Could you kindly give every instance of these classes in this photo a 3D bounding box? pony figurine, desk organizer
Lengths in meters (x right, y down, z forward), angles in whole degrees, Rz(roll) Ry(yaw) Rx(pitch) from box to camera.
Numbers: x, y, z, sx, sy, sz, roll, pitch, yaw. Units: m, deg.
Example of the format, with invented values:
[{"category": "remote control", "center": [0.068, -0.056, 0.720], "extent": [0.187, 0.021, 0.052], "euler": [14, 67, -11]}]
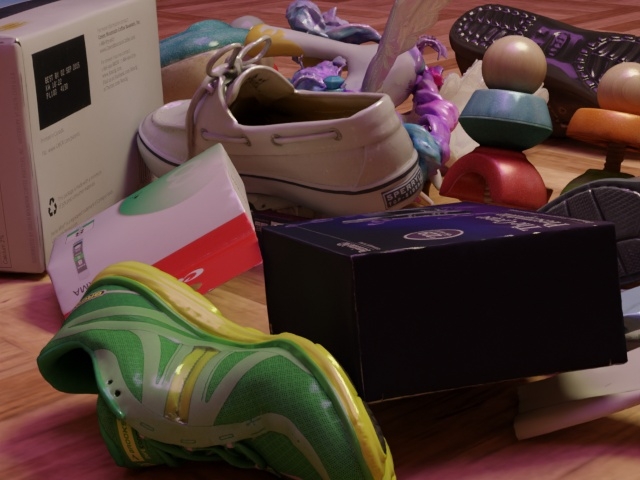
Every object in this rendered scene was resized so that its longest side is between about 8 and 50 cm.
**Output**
[{"category": "pony figurine", "center": [0.073, -0.176, 1.488], "extent": [0.363, 0.303, 0.351], "euler": [20, 60, 43]}, {"category": "desk organizer", "center": [0.000, 0.000, 1.219], "extent": [0.130, 0.047, 0.050], "euler": [11, 19, 35]}]

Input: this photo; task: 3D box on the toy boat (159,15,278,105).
[{"category": "toy boat", "center": [-0.158, -0.226, 1.722], "extent": [0.267, 0.148, 0.318], "euler": [-17, -1, 32]}]

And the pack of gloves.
[{"category": "pack of gloves", "center": [0.243, 0.049, 0.912], "extent": [0.232, 0.046, 0.195], "euler": [-19, 15, 15]}]

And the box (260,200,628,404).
[{"category": "box", "center": [0.074, 0.034, 0.934], "extent": [0.184, 0.103, 0.261], "euler": [-10, 7, -15]}]

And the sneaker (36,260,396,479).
[{"category": "sneaker", "center": [-0.071, 0.111, 0.829], "extent": [0.295, 0.109, 0.123], "euler": [20, 55, 42]}]

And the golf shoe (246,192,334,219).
[{"category": "golf shoe", "center": [-0.028, -0.028, 1.313], "extent": [0.176, 0.069, 0.086], "euler": [3, 34, 32]}]

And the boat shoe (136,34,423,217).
[{"category": "boat shoe", "center": [-0.066, -0.129, 1.271], "extent": [0.136, 0.156, 0.367], "euler": [-36, 34, -31]}]

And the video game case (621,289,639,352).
[{"category": "video game case", "center": [0.251, 0.064, 1.047], "extent": [0.087, 0.011, 0.122], "euler": [1, 18, 11]}]

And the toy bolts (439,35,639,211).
[{"category": "toy bolts", "center": [0.205, -0.108, 1.258], "extent": [0.228, 0.158, 0.218], "euler": [8, 3, -45]}]

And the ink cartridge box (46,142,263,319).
[{"category": "ink cartridge box", "center": [-0.144, 0.007, 1.086], "extent": [0.181, 0.056, 0.225], "euler": [-30, 17, 3]}]

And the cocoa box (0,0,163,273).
[{"category": "cocoa box", "center": [-0.328, -0.128, 1.347], "extent": [0.228, 0.231, 0.347], "euler": [2, 18, 14]}]

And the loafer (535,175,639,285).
[{"category": "loafer", "center": [0.304, -0.018, 1.124], "extent": [0.267, 0.096, 0.084], "euler": [-20, -16, 26]}]

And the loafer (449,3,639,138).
[{"category": "loafer", "center": [0.336, -0.192, 1.652], "extent": [0.366, 0.130, 0.134], "euler": [28, 57, 28]}]
